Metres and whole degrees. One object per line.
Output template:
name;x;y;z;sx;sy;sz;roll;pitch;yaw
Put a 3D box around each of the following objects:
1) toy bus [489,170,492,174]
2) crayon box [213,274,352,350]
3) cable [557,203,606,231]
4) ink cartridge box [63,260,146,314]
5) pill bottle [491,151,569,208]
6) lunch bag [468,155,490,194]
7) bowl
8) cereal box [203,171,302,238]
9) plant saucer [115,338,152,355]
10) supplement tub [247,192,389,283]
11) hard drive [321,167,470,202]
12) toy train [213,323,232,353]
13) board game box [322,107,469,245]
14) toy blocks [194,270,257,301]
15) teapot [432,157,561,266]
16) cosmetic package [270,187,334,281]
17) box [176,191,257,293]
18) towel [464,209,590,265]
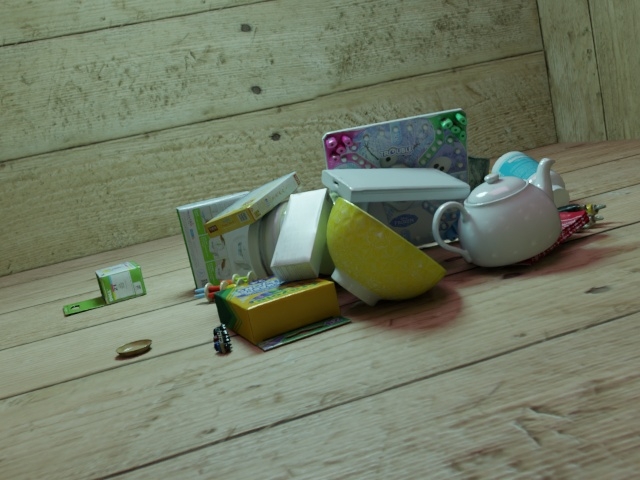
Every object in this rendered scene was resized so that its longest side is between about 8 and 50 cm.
toy bus;0.690;-0.206;2.542;0.130;0.108;0.333;-15;9;-17
crayon box;-0.093;0.144;1.528;0.203;0.083;0.323;-16;10;-22
cable;0.628;-0.041;1.883;0.139;0.072;0.287;-38;9;-30
ink cartridge box;-0.713;0.152;2.245;0.255;0.097;0.189;-15;10;-21
pill bottle;0.651;-0.168;2.132;0.146;0.146;0.264;-14;29;-12
lunch bag;0.377;-0.205;2.248;0.287;0.169;0.235;3;0;-43
bowl;0.114;0.049;1.501;0.156;0.289;0.289;-56;11;1
cereal box;-0.174;-0.095;1.817;0.173;0.047;0.240;-18;16;39
plant saucer;-0.418;0.243;1.555;0.083;0.015;0.083;-11;9;2
supplement tub;0.000;0.000;1.793;0.325;0.235;0.235;-9;10;22
hard drive;0.180;-0.138;1.692;0.307;0.040;0.203;-3;20;-19
toy train;-0.210;0.208;1.464;0.036;0.027;0.158;-17;9;-9
board game box;0.223;-0.139;1.895;0.390;0.390;0.050;-11;30;-3
toy blocks;-0.266;0.131;1.921;0.148;0.054;0.123;-9;10;21
teapot;0.418;-0.063;1.602;0.252;0.187;0.256;-14;16;33
cosmetic package;-0.039;-0.014;1.603;0.099;0.060;0.239;-6;45;21
box;-0.292;0.001;2.094;0.231;0.262;0.127;-15;9;-14
towel;0.511;-0.008;1.704;0.275;0.031;0.199;-29;17;-34
